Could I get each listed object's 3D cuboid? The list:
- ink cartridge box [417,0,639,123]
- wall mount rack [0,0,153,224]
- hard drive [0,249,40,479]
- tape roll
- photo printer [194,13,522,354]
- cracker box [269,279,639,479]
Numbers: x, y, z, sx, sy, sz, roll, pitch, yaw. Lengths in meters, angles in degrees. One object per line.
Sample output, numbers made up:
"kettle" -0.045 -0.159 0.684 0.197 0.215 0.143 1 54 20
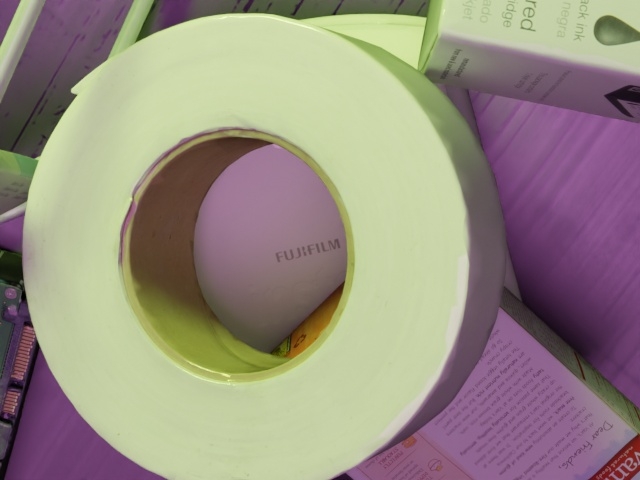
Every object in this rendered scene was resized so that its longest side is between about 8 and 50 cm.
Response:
"ink cartridge box" 0.233 -0.187 0.946 0.307 0.129 0.223 11 84 -1
"wall mount rack" -0.220 -0.094 0.971 0.304 0.350 0.131 -26 87 5
"hard drive" -0.388 0.081 1.166 0.338 0.064 0.237 17 112 -2
"tape roll" -0.035 0.006 0.940 0.286 0.100 0.286 1 92 20
"photo printer" 0.000 0.000 1.086 0.256 0.107 0.308 -13 110 8
"cracker box" 0.095 0.114 1.034 0.232 0.067 0.155 42 105 -14
